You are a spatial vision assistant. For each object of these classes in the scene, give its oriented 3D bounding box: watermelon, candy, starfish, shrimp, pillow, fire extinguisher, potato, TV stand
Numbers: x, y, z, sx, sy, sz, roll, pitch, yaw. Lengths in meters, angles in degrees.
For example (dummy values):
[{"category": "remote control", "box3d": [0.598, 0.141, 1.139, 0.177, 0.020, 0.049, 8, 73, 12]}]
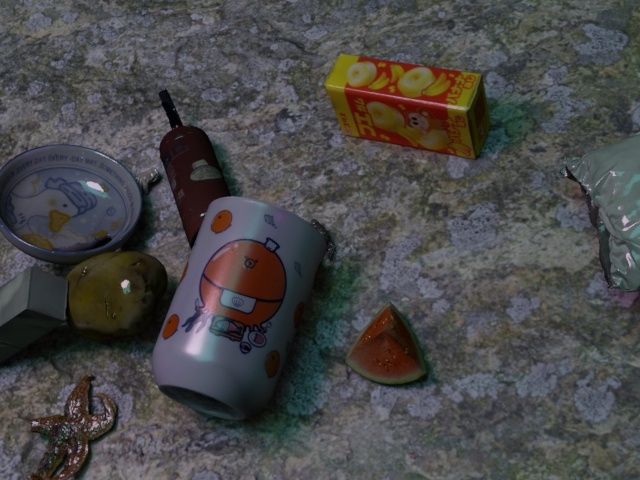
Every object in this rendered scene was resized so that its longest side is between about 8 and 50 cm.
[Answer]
[{"category": "watermelon", "box3d": [0.115, 0.166, 1.478, 0.135, 0.094, 0.125, 32, 66, 26]}, {"category": "candy", "box3d": [0.157, -0.242, 1.676, 0.276, 0.146, 0.088, 12, 64, 25]}, {"category": "starfish", "box3d": [-0.425, 0.323, 1.600, 0.150, 0.053, 0.209, 4, 57, 6]}, {"category": "shrimp", "box3d": [0.004, 0.002, 1.653, 0.038, 0.029, 0.092, -8, 63, 4]}, {"category": "pillow", "box3d": [0.553, -0.061, 1.441, 0.310, 0.138, 0.283, -17, 57, 4]}, {"category": "fire extinguisher", "box3d": [-0.244, -0.141, 1.750, 0.102, 0.138, 0.344, -23, 57, 0]}, {"category": "potato", "box3d": [-0.362, 0.095, 1.643, 0.200, 0.137, 0.154, -11, 24, 31]}, {"category": "TV stand", "box3d": [-0.556, 0.145, 1.652, 0.269, 0.083, 0.088, -29, 50, 34]}]

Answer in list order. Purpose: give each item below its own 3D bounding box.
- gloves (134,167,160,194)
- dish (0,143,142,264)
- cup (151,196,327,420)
[{"category": "gloves", "box3d": [-0.343, -0.119, 1.835, 0.081, 0.037, 0.044, -54, 24, -10]}, {"category": "dish", "box3d": [-0.480, -0.041, 1.772, 0.273, 0.134, 0.273, 9, 48, -10]}, {"category": "cup", "box3d": [-0.137, 0.118, 1.522, 0.212, 0.212, 0.317, 9, 66, 23]}]
